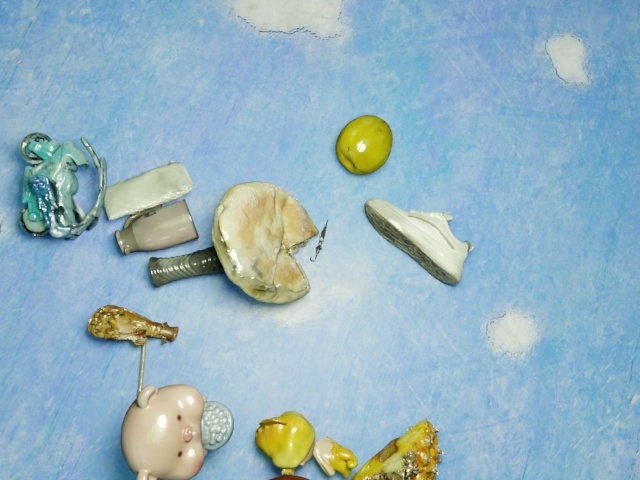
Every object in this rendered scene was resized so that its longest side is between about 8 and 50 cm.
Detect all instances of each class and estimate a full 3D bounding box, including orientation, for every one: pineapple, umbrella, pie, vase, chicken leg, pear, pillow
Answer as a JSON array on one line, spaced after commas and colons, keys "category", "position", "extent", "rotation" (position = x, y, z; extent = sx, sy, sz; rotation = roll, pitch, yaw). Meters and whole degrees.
[{"category": "pineapple", "position": [0.209, 0.545, 1.380], "extent": [0.250, 0.164, 0.140], "rotation": [-34, 90, -17]}, {"category": "umbrella", "position": [0.003, 0.001, 1.566], "extent": [0.022, 0.013, 0.122], "rotation": [17, 75, 20]}, {"category": "pie", "position": [-0.133, -0.007, 1.452], "extent": [0.337, 0.075, 0.337], "rotation": [23, 53, -36]}, {"category": "vase", "position": [-0.297, 0.057, 1.475], "extent": [0.237, 0.115, 0.115], "rotation": [-13, 78, -5]}, {"category": "chicken leg", "position": [-0.444, 0.206, 1.419], "extent": [0.207, 0.101, 0.085], "rotation": [12, 74, -12]}, {"category": "pear", "position": [0.116, -0.253, 1.574], "extent": [0.149, 0.149, 0.162], "rotation": [36, 64, 3]}, {"category": "pillow", "position": [-0.444, -0.130, 1.515], "extent": [0.229, 0.051, 0.128], "rotation": [-22, 50, -11]}]

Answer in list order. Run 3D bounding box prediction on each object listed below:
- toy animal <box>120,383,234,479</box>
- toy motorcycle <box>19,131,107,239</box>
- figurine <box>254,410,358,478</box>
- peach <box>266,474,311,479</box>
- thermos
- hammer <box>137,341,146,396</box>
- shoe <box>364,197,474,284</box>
[{"category": "toy animal", "position": [-0.333, 0.411, 1.311], "extent": [0.229, 0.221, 0.210], "rotation": [-1, 81, -37]}, {"category": "toy motorcycle", "position": [-0.628, -0.132, 1.451], "extent": [0.206, 0.154, 0.260], "rotation": [1, 88, -4]}, {"category": "figurine", "position": [-0.037, 0.478, 1.387], "extent": [0.246, 0.131, 0.156], "rotation": [22, 37, -12]}, {"category": "peach", "position": [-0.082, 0.633, 1.278], "extent": [0.252, 0.252, 0.252], "rotation": [2, 76, -6]}, {"category": "thermos", "position": [-0.416, -0.033, 1.489], "extent": [0.193, 0.105, 0.137], "rotation": [-21, 50, -8]}, {"category": "hammer", "position": [-0.419, 0.334, 1.427], "extent": [0.060, 0.028, 0.195], "rotation": [5, 74, -13]}, {"category": "shoe", "position": [0.272, -0.034, 1.554], "extent": [0.316, 0.124, 0.159], "rotation": [43, 76, -1]}]
